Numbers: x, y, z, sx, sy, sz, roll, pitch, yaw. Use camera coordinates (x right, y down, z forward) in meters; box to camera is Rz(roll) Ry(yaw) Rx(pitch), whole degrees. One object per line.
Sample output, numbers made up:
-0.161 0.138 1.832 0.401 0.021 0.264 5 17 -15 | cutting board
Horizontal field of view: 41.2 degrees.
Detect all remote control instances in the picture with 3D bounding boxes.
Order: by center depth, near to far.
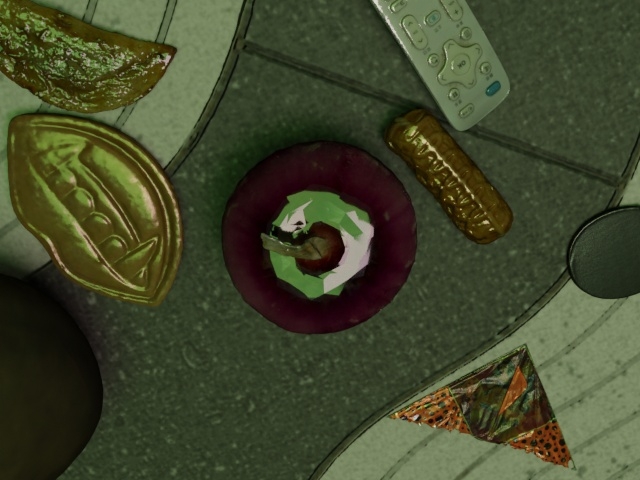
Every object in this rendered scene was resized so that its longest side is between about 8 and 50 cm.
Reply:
0.088 -0.203 0.764 0.073 0.044 0.229 -41 113 -7 | remote control

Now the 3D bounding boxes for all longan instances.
-0.316 0.140 0.758 0.248 0.248 0.248 -1 107 -3 | longan

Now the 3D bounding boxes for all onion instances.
0.000 -0.002 0.766 0.177 0.153 0.177 -6 104 -26 | onion

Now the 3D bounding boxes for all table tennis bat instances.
0.324 0.005 0.852 0.158 0.014 0.095 -20 106 5 | table tennis bat

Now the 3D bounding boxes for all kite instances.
0.193 0.164 0.900 0.222 0.008 0.125 17 103 -8 | kite

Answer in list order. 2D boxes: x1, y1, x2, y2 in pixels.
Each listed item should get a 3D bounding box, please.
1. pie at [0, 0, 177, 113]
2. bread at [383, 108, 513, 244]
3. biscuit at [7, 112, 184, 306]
-0.225 -0.164 0.765 0.169 0.034 0.092 21 103 -15 | pie
0.123 -0.060 0.806 0.052 0.044 0.157 -39 104 15 | bread
-0.209 -0.031 0.808 0.142 0.029 0.221 -30 106 6 | biscuit
